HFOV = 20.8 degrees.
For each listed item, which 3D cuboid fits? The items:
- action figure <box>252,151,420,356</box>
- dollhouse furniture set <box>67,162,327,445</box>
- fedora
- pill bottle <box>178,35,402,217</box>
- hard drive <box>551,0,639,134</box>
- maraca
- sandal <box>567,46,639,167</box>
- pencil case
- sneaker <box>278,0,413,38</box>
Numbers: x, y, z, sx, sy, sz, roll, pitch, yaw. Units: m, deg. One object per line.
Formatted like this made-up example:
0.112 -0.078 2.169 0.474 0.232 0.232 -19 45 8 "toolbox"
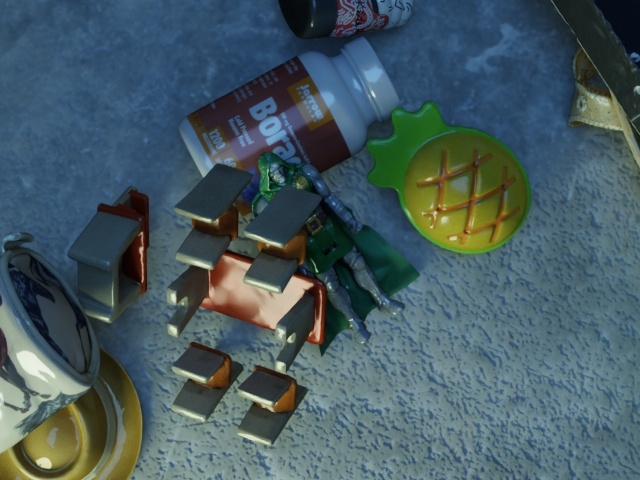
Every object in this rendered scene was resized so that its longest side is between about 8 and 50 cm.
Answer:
0.000 0.000 1.778 0.137 0.063 0.232 -42 118 -12 "action figure"
-0.113 0.038 1.759 0.259 0.135 0.262 18 129 17 "dollhouse furniture set"
-0.278 0.194 1.813 0.194 0.079 0.194 0 84 2 "fedora"
-0.029 -0.122 1.811 0.216 0.121 0.121 -29 85 -1 "pill bottle"
0.345 -0.280 1.799 0.237 0.064 0.339 -30 84 -28 "hard drive"
0.134 -0.064 1.804 0.186 0.099 0.127 37 96 -13 "maraca"
0.298 -0.130 1.823 0.079 0.088 0.240 -31 74 25 "sandal"
-0.401 0.163 1.726 0.410 0.160 0.183 -35 95 17 "pencil case"
0.006 -0.330 1.854 0.145 0.090 0.270 -7 61 -27 "sneaker"
